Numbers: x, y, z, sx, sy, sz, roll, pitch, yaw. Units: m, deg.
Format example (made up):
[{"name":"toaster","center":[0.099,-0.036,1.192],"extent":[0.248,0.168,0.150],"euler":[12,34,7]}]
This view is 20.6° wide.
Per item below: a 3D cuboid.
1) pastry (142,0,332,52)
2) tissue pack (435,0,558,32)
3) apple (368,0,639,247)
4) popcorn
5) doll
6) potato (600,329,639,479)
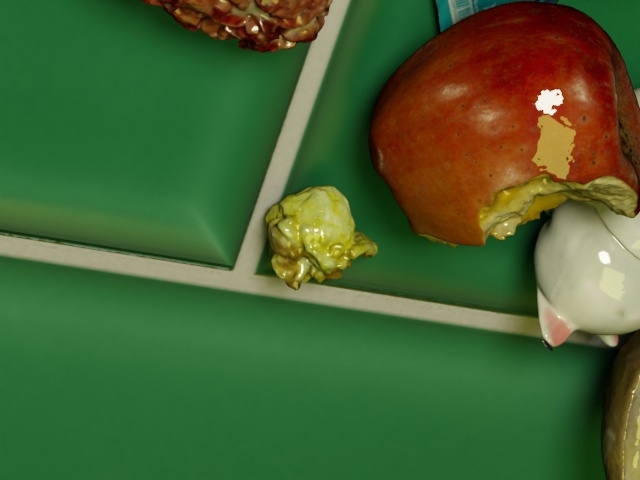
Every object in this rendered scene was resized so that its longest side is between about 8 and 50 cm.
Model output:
[{"name":"pastry","center":[-0.066,-0.183,0.982],"extent":[0.115,0.097,0.208],"euler":[-39,125,21]},{"name":"tissue pack","center":[0.099,-0.189,1.066],"extent":[0.085,0.028,0.138],"euler":[-20,121,-3]},{"name":"apple","center":[0.110,-0.069,1.064],"extent":[0.158,0.156,0.147],"euler":[-11,111,21]},{"name":"popcorn","center":[0.002,-0.001,1.132],"extent":[0.083,0.059,0.068],"euler":[15,115,-33]},{"name":"doll","center":[0.209,-0.016,1.156],"extent":[0.110,0.107,0.181],"euler":[12,125,-46]},{"name":"potato","center":[0.257,0.068,1.218],"extent":[0.100,0.120,0.261],"euler":[38,92,-23]}]
